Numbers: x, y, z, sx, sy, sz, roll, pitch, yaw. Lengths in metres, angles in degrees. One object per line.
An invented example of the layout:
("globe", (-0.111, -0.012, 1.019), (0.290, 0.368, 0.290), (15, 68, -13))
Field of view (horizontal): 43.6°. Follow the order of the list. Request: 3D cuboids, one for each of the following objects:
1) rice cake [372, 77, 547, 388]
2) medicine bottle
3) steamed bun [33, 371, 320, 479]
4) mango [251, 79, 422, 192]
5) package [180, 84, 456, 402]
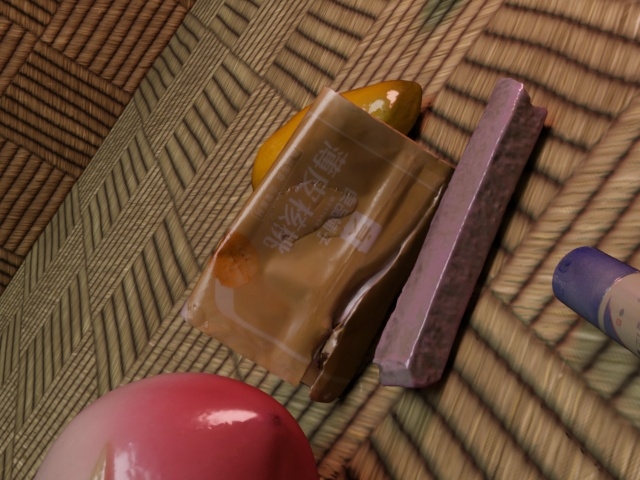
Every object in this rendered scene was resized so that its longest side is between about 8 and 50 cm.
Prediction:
("rice cake", (0.152, -0.009, 0.847), (0.073, 0.056, 0.364), (-2, 61, 64))
("medicine bottle", (0.260, 0.069, 0.589), (0.059, 0.059, 0.231), (-55, 27, 6))
("steamed bun", (-0.120, 0.256, 0.769), (0.309, 0.309, 0.309), (-39, 33, 32))
("mango", (0.013, -0.128, 1.140), (0.317, 0.119, 0.176), (-28, 37, 31))
("package", (0.022, 0.017, 0.924), (0.165, 0.221, 0.311), (40, 98, 41))
